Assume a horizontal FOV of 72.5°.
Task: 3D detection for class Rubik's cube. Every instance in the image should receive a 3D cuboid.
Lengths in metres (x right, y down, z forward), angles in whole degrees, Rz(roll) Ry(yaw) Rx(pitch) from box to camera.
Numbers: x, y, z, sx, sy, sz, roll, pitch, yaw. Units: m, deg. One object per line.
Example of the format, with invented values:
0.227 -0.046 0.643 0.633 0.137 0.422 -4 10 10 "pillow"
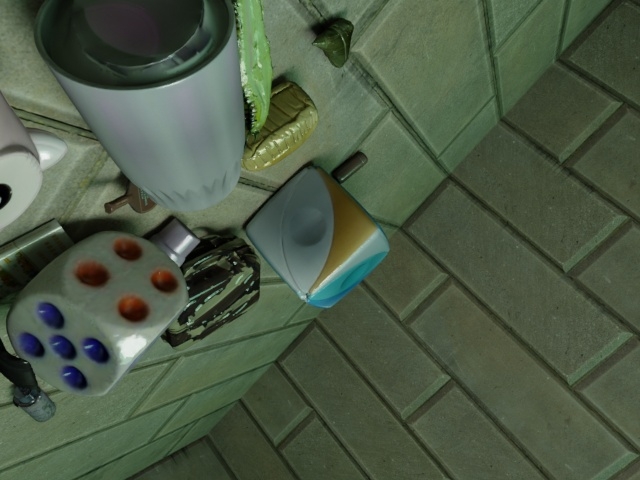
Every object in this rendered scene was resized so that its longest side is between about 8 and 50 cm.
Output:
0.000 0.000 1.500 0.347 0.352 0.351 -43 163 0 "Rubik's cube"

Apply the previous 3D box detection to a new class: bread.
-0.116 -0.266 1.040 0.236 0.140 0.106 -38 164 -6 "bread"

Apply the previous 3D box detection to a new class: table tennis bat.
-0.437 -0.109 0.937 0.170 0.119 0.107 -54 151 -57 "table tennis bat"

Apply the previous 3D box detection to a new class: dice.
-0.464 0.152 0.943 0.243 0.251 0.259 -44 -173 26 "dice"

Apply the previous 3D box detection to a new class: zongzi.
0.018 -0.439 1.049 0.130 0.062 0.154 -46 164 -25 "zongzi"

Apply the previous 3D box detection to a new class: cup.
-0.251 -0.220 0.711 0.253 0.253 0.371 -36 162 -20 "cup"

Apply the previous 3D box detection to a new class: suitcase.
-0.352 0.126 1.322 0.352 0.194 0.339 -30 147 -33 "suitcase"

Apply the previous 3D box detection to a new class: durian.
-0.158 -0.338 0.846 0.132 0.107 0.375 -38 153 -28 "durian"

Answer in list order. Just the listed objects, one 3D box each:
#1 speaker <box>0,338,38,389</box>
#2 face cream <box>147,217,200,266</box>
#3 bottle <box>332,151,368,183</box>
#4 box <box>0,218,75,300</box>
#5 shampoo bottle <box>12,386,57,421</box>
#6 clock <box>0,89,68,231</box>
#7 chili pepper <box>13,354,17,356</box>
-0.743 0.245 0.754 0.389 0.184 0.180 -21 153 -35 "speaker"
-0.441 0.068 1.135 0.274 0.154 0.096 -45 -160 -6 "face cream"
0.110 -0.268 1.607 0.140 0.053 0.053 -41 160 -8 "bottle"
-0.614 0.052 0.882 0.220 0.032 0.122 -35 159 -23 "box"
-0.831 0.469 1.268 0.072 0.072 0.214 -31 157 -31 "shampoo bottle"
-0.496 -0.124 0.429 0.368 0.250 0.376 -43 154 -3 "clock"
-0.816 0.327 1.044 0.178 0.045 0.027 -33 168 -42 "chili pepper"
